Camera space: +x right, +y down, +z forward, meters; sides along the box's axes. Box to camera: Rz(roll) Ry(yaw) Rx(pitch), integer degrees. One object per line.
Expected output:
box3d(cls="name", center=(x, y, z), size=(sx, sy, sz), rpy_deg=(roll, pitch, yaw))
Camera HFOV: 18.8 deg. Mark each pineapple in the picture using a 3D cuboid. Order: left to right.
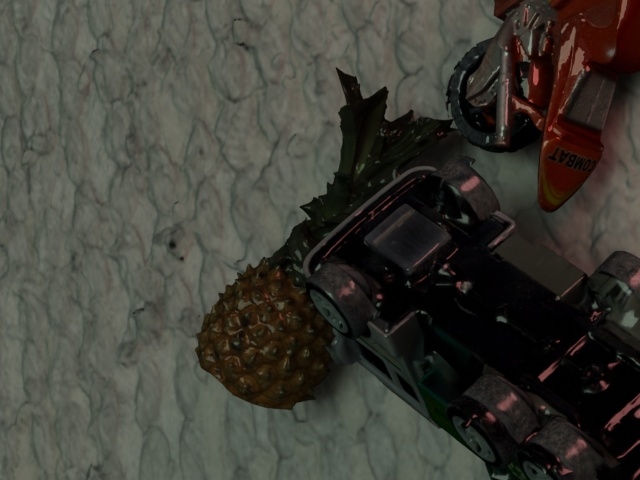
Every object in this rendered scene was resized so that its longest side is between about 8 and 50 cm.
box3d(cls="pineapple", center=(0.000, 0.000, 1.547), size=(0.119, 0.130, 0.277), rpy_deg=(35, 103, 27))

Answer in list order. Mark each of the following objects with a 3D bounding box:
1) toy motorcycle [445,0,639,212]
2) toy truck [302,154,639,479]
box3d(cls="toy motorcycle", center=(0.203, -0.180, 1.426), size=(0.171, 0.089, 0.298), rpy_deg=(42, 110, 37))
box3d(cls="toy truck", center=(0.151, 0.098, 1.356), size=(0.176, 0.178, 0.363), rpy_deg=(-40, 52, -16))
